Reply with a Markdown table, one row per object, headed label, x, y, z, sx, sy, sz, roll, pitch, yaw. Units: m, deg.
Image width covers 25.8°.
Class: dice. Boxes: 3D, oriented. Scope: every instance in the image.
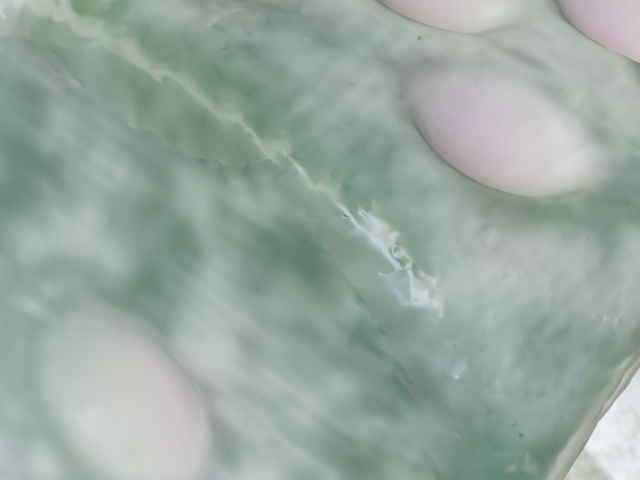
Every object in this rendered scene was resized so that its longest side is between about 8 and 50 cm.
| label | x | y | z | sx | sy | sz | roll | pitch | yaw |
| --- | --- | --- | --- | --- | --- | --- | --- | --- | --- |
| dice | 0.000 | 0.000 | 0.694 | 0.330 | 0.328 | 0.348 | 34 | -141 | 12 |
